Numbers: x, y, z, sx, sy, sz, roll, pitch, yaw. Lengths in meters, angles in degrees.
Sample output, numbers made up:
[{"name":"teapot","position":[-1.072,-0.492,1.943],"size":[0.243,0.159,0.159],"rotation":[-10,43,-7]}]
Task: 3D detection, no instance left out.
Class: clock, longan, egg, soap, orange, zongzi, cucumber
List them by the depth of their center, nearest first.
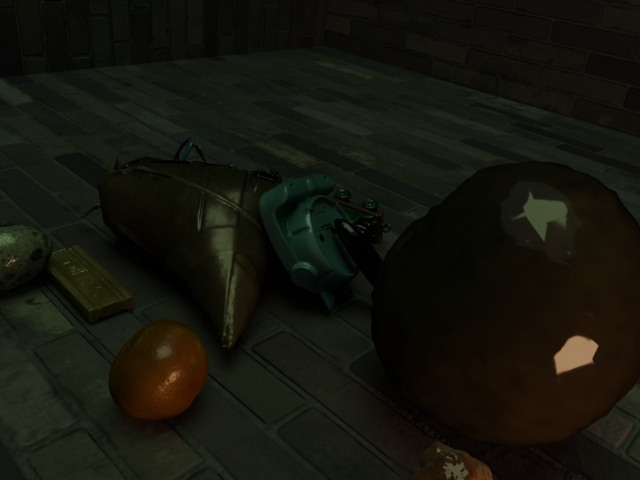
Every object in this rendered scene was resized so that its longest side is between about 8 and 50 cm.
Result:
[{"name":"longan","position":[0.291,0.107,0.920],"size":[0.404,0.436,0.403],"rotation":[22,50,-29]},{"name":"orange","position":[-0.247,0.204,0.927],"size":[0.136,0.159,0.159],"rotation":[43,22,-19]},{"name":"egg","position":[-0.616,0.029,1.167],"size":[0.172,0.132,0.132],"rotation":[-19,36,-22]},{"name":"soap","position":[-0.481,0.082,1.205],"size":[0.092,0.037,0.252],"rotation":[-20,38,-40]},{"name":"cucumber","position":[0.120,0.066,1.205],"size":[0.284,0.056,0.056],"rotation":[49,36,-1]},{"name":"zongzi","position":[-0.340,0.000,1.210],"size":[0.501,0.218,0.466],"rotation":[7,33,7]},{"name":"clock","position":[0.000,0.000,1.234],"size":[0.094,0.274,0.224],"rotation":[-27,0,30]}]

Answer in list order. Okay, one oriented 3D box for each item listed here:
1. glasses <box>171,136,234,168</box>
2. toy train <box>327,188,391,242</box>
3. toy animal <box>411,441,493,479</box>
[{"name":"glasses","position":[-0.328,-0.156,1.518],"size":[0.207,0.239,0.102],"rotation":[-4,51,-53]},{"name":"toy train","position":[0.064,-0.052,1.508],"size":[0.228,0.091,0.136],"rotation":[24,44,26]},{"name":"toy animal","position":[0.140,0.347,0.691],"size":[0.104,0.185,0.184],"rotation":[18,31,17]}]
